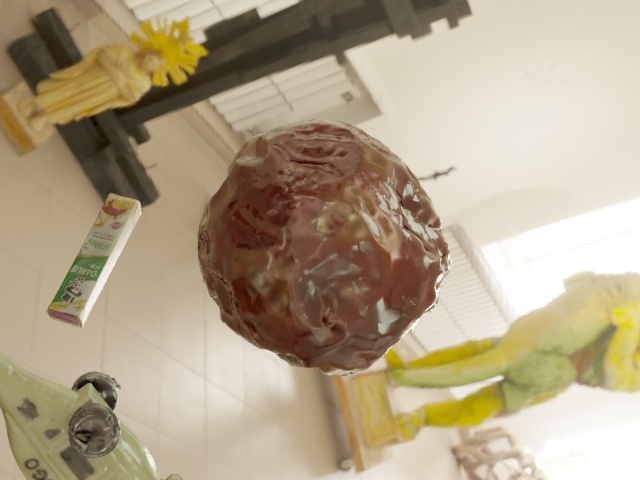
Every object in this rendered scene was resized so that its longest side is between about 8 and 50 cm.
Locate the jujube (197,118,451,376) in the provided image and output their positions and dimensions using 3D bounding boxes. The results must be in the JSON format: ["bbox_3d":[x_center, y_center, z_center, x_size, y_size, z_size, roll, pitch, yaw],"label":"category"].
[{"bbox_3d":[-0.001,-0.001,0.925,0.377,0.276,0.277,-144,-147,-82],"label":"jujube"}]

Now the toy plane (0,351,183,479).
[{"bbox_3d":[-0.214,0.122,0.593,0.286,0.108,0.092,57,-7,-18],"label":"toy plane"}]

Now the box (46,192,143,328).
[{"bbox_3d":[-0.317,0.026,1.148,0.041,0.049,0.207,92,15,-57],"label":"box"}]
